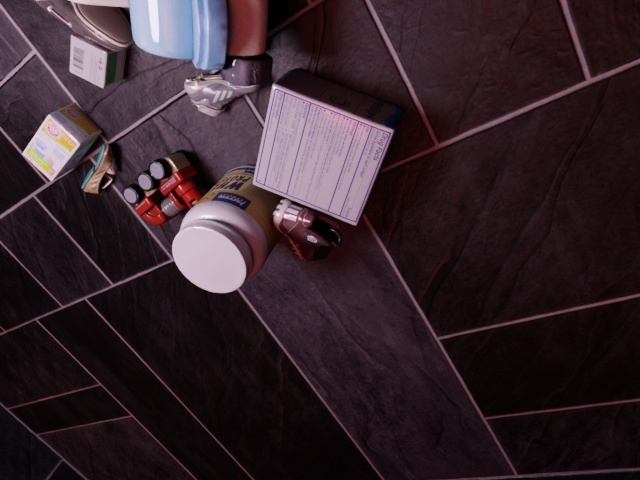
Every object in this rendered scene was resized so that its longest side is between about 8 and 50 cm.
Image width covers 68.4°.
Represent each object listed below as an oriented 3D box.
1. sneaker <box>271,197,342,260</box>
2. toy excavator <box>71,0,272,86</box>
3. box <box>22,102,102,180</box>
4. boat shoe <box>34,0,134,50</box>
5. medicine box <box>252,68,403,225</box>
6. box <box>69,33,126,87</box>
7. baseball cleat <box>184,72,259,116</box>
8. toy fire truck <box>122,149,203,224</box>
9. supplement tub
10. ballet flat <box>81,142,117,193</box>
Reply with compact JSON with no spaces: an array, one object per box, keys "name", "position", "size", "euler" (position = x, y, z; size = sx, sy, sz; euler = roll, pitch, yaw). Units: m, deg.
[{"name":"sneaker","position":[0.000,0.000,1.226],"size":[0.162,0.107,0.281],"euler":[19,167,32]},{"name":"toy excavator","position":[-0.350,-0.496,0.961],"size":[0.444,0.433,0.223],"euler":[-8,131,-24]},{"name":"box","position":[-0.753,-0.286,1.375],"size":[0.203,0.103,0.114],"euler":[-31,109,33]},{"name":"boat shoe","position":[-0.591,-0.563,1.136],"size":[0.335,0.112,0.095],"euler":[41,139,-5]},{"name":"medicine box","position":[0.013,-0.222,1.127],"size":[0.289,0.149,0.264],"euler":[22,127,3]},{"name":"box","position":[-0.565,-0.464,1.199],"size":[0.101,0.087,0.101],"euler":[27,128,-1]},{"name":"baseball cleat","position":[-0.236,-0.366,1.176],"size":[0.205,0.072,0.110],"euler":[8,139,19]},{"name":"toy fire truck","position":[-0.403,-0.110,1.366],"size":[0.217,0.158,0.246],"euler":[-30,99,32]},{"name":"supplement tub","position":[-0.220,-0.036,1.229],"size":[0.228,0.316,0.229],"euler":[9,125,13]},{"name":"ballet flat","position":[-0.657,-0.213,1.427],"size":[0.067,0.073,0.206],"euler":[22,136,-32]}]
